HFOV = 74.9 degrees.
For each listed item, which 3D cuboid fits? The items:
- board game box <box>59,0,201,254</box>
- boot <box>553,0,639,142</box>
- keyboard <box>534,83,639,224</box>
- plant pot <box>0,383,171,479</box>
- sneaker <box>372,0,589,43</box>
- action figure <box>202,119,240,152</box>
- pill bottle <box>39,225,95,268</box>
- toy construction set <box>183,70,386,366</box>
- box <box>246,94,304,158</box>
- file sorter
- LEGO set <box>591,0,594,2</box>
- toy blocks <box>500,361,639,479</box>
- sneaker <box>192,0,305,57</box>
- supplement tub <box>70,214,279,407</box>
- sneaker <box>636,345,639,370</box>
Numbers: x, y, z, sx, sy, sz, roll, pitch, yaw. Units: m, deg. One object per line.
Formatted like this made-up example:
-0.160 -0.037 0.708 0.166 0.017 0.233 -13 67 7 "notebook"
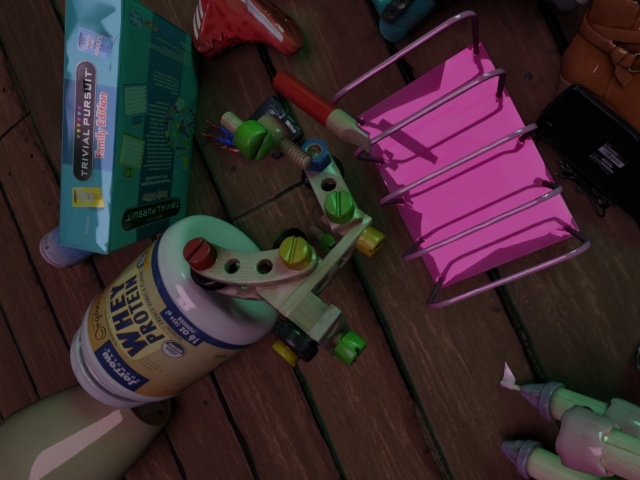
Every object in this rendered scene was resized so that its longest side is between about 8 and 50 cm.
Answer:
-0.287 -0.173 0.660 0.079 0.254 0.335 11 103 4 "board game box"
0.366 -0.184 0.446 0.197 0.072 0.152 19 149 21 "boot"
0.350 -0.102 0.517 0.192 0.038 0.100 44 140 3 "keyboard"
-0.451 0.387 0.847 0.274 0.256 0.256 -34 84 8 "plant pot"
0.157 -0.316 0.513 0.295 0.124 0.178 44 130 13 "sneaker"
-0.155 -0.177 0.734 0.115 0.030 0.038 24 102 16 "action figure"
-0.498 -0.007 0.871 0.160 0.087 0.087 -23 89 24 "pill bottle"
0.000 0.000 0.494 0.237 0.258 0.308 42 143 27 "toy construction set"
-0.078 -0.190 0.704 0.067 0.018 0.083 -39 82 23 "box"
0.168 -0.088 0.528 0.202 0.182 0.290 -27 87 24 "file sorter"
0.418 -0.250 0.446 0.227 0.093 0.087 44 111 11 "LEGO set"
0.352 0.329 0.526 0.260 0.309 0.288 3 87 55 "toy blocks"
-0.125 -0.332 0.679 0.221 0.087 0.128 50 122 22 "sneaker"
-0.249 0.130 0.712 0.316 0.228 0.228 -37 83 23 "supplement tub"
0.466 0.123 0.493 0.166 0.076 0.065 -38 82 23 "sneaker"
